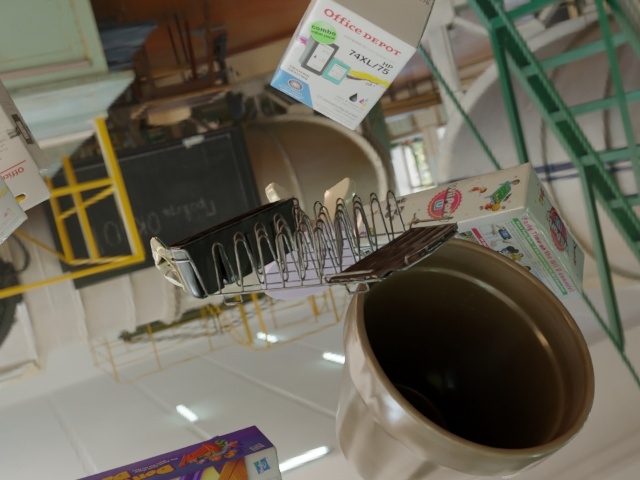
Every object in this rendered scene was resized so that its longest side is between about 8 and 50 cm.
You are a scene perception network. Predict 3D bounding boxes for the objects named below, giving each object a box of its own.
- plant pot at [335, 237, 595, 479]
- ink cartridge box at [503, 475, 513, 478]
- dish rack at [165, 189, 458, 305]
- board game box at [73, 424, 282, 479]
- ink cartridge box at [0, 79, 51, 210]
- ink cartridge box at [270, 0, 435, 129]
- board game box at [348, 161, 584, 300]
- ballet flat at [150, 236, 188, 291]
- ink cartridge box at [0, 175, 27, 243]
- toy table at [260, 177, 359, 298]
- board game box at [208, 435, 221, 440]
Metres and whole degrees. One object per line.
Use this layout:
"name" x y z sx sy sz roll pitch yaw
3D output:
"plant pot" 0.153 0.201 1.022 0.323 0.323 0.280 -17 149 -34
"ink cartridge box" 0.304 0.310 1.234 0.063 0.109 0.150 -29 172 13
"dish rack" 0.000 0.000 0.799 0.271 0.074 0.208 -6 -166 35
"board game box" -0.129 0.381 0.713 0.233 0.347 0.078 -13 -174 -19
"ink cartridge box" -0.444 -0.120 1.023 0.104 0.180 0.060 -27 -169 0
"ink cartridge box" 0.063 -0.393 1.439 0.270 0.198 0.197 -48 -162 56
"board game box" 0.234 0.017 1.209 0.303 0.224 0.097 -13 -137 36
"ballet flat" -0.329 0.051 1.637 0.168 0.057 0.052 37 -110 29
"ink cartridge box" -0.418 -0.026 0.808 0.154 0.093 0.212 -51 177 -19
"toy table" -0.019 -0.008 1.624 0.274 0.161 0.252 -25 141 20
"board game box" -0.163 0.445 1.410 0.168 0.133 0.033 17 147 -10
